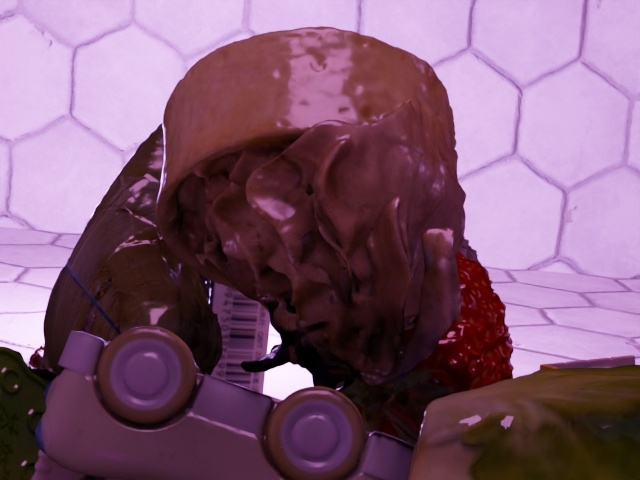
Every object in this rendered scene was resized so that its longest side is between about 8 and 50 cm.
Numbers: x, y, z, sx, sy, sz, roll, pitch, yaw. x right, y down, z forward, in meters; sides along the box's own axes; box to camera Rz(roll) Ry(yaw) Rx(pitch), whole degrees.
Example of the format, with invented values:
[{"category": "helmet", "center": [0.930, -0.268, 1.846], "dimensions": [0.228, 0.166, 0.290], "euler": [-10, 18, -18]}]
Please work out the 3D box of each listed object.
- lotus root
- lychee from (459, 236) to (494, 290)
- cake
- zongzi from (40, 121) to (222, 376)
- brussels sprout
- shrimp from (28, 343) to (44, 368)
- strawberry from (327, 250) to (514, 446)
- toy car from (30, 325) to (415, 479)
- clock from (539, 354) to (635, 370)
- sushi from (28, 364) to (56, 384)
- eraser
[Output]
[{"category": "lotus root", "center": [-0.377, 0.204, 1.481], "dimensions": [0.186, 0.186, 0.186], "euler": [5, 8, -1]}, {"category": "lychee", "center": [0.091, 0.094, 2.007], "dimensions": [0.300, 0.300, 0.300], "euler": [5, 8, -1]}, {"category": "cake", "center": [-0.007, -0.003, 1.498], "dimensions": [0.332, 0.321, 0.332], "euler": [-2, -33, -1]}, {"category": "zongzi", "center": [-0.197, 0.022, 1.801], "dimensions": [0.174, 0.393, 0.356], "euler": [23, -9, -22]}, {"category": "brussels sprout", "center": [0.246, 0.229, 1.149], "dimensions": [0.371, 0.276, 0.315], "euler": [4, 19, -2]}, {"category": "shrimp", "center": [-0.336, 0.160, 2.098], "dimensions": [0.173, 0.058, 0.253], "euler": [0, 2, 25]}, {"category": "strawberry", "center": [0.115, 0.129, 1.729], "dimensions": [0.261, 0.261, 0.257], "euler": [12, 27, 38]}, {"category": "toy car", "center": [-0.099, 0.224, 1.370], "dimensions": [0.336, 0.226, 0.242], "euler": [21, -10, 1]}, {"category": "clock", "center": [0.360, 0.225, 1.666], "dimensions": [0.309, 0.166, 0.235], "euler": [7, 8, 24]}, {"category": "sushi", "center": [-0.353, 0.193, 1.733], "dimensions": [0.150, 0.091, 0.078], "euler": [7, 4, 29]}, {"category": "eraser", "center": [-0.114, 0.092, 1.888], "dimensions": [0.081, 0.279, 0.124], "euler": [4, 8, -17]}]
